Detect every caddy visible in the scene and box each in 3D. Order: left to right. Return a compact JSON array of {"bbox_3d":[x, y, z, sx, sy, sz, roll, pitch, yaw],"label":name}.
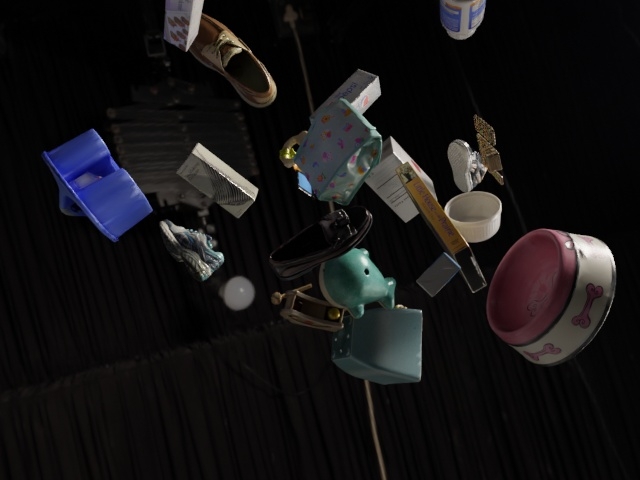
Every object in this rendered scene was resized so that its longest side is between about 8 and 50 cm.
[{"bbox_3d":[-0.564,-0.122,1.347,0.179,0.241,0.341,-38,0,-14],"label":"caddy"}]

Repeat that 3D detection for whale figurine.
[{"bbox_3d":[0.130,0.120,1.580,0.272,0.216,0.141,22,-27,-28],"label":"whale figurine"}]

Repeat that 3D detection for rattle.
[{"bbox_3d":[-0.051,-0.353,2.100,0.199,0.143,0.130,-44,29,13],"label":"rattle"}]

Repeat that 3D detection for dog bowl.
[{"bbox_3d":[0.644,0.147,1.577,0.150,0.408,0.408,23,-12,-10],"label":"dog bowl"}]

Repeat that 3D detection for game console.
[{"bbox_3d":[-0.024,-0.208,1.920,0.107,0.071,0.122,-14,40,7],"label":"game console"}]

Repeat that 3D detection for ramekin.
[{"bbox_3d":[0.581,-0.085,2.052,0.207,0.109,0.207,-12,36,9],"label":"ramekin"}]

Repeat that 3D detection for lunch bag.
[{"bbox_3d":[0.062,-0.279,1.671,0.160,0.223,0.262,9,-53,-42],"label":"lunch bag"}]

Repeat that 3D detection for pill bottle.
[{"bbox_3d":[0.482,-0.803,1.842,0.152,0.152,0.272,-15,-10,10],"label":"pill bottle"}]

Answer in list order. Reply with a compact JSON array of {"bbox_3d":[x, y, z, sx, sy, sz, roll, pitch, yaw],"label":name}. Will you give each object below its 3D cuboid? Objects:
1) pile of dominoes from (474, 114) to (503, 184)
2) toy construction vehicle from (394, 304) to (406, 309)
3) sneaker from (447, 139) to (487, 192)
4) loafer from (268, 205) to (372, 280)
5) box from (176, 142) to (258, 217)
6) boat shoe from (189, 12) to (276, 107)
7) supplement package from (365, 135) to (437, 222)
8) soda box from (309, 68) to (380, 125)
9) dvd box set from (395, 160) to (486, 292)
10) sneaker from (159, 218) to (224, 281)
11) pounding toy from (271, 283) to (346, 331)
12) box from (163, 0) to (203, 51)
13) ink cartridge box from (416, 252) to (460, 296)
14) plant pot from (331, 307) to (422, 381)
[{"bbox_3d":[0.535,-0.300,1.778,0.040,0.196,0.251,-17,24,8],"label":"pile of dominoes"},{"bbox_3d":[0.293,0.268,2.059,0.098,0.035,0.086,23,-21,-38],"label":"toy construction vehicle"},{"bbox_3d":[0.637,-0.345,2.335,0.127,0.126,0.321,-39,-33,-6],"label":"sneaker"},{"bbox_3d":[0.000,0.000,1.425,0.302,0.109,0.095,-33,-30,1],"label":"loafer"},{"bbox_3d":[-0.364,-0.211,1.931,0.113,0.275,0.094,-45,20,26],"label":"box"},{"bbox_3d":[-0.243,-0.499,1.456,0.122,0.324,0.120,-50,7,-3],"label":"boat shoe"},{"bbox_3d":[0.330,-0.258,2.293,0.175,0.293,0.177,-37,25,23],"label":"supplement package"},{"bbox_3d":[0.091,-0.485,1.946,0.286,0.098,0.091,-49,-32,-18],"label":"soda box"},{"bbox_3d":[0.418,-0.048,1.881,0.062,0.420,0.307,-32,-39,8],"label":"dvd box set"},{"bbox_3d":[-0.426,0.018,1.787,0.122,0.283,0.110,-34,-29,-26],"label":"sneaker"},{"bbox_3d":[-0.041,0.199,1.808,0.269,0.155,0.154,11,-21,9],"label":"pounding toy"},{"bbox_3d":[-0.294,-0.519,1.172,0.063,0.067,0.324,28,-13,-12],"label":"box"},{"bbox_3d":[0.320,0.090,1.448,0.104,0.061,0.181,-48,-12,9],"label":"ink cartridge box"},{"bbox_3d":[0.180,0.359,1.895,0.252,0.248,0.247,14,-21,-22],"label":"plant pot"}]
